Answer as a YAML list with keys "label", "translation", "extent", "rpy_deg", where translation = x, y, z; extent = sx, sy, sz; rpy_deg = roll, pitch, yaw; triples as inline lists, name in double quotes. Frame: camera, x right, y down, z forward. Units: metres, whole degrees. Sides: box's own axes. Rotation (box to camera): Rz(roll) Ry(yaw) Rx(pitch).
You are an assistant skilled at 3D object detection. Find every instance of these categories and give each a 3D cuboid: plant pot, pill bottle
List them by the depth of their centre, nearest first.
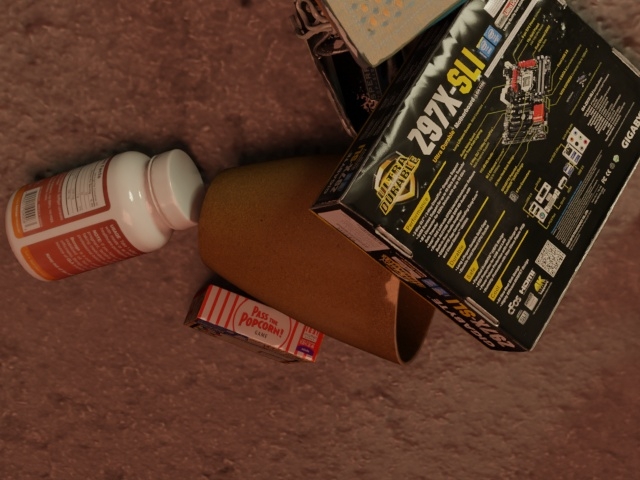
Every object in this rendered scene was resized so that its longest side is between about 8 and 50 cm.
- label: "plant pot"
  translation: [0.000, 0.000, 1.337]
  extent: [0.254, 0.237, 0.237]
  rpy_deg: [11, 128, 16]
- label: "pill bottle"
  translation: [-0.248, -0.034, 1.394]
  extent: [0.216, 0.121, 0.121]
  rpy_deg: [-16, 122, 19]

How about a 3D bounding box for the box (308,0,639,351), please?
- label: "box"
  translation: [0.179, -0.088, 1.192]
  extent: [0.257, 0.322, 0.079]
  rpy_deg: [37, 164, -17]

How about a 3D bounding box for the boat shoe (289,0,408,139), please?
- label: "boat shoe"
  translation: [0.023, -0.229, 1.222]
  extent: [0.113, 0.105, 0.306]
  rpy_deg: [-6, 125, 13]

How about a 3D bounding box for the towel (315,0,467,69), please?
- label: "towel"
  translation: [0.050, -0.381, 1.087]
  extent: [0.271, 0.040, 0.370]
  rpy_deg: [-32, 104, 14]

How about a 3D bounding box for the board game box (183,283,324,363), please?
- label: "board game box"
  translation: [-0.085, 0.106, 1.446]
  extent: [0.146, 0.045, 0.193]
  rpy_deg: [22, 170, -9]
